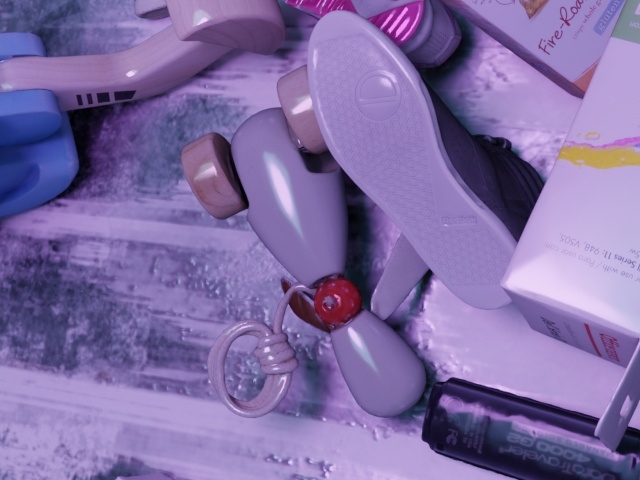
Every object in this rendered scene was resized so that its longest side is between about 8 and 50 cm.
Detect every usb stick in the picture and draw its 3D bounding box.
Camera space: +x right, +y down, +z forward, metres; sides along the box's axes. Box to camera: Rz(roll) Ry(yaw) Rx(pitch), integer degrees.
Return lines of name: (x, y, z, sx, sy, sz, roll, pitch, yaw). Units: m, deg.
usb stick: (0.227, 0.191, 0.997, 0.278, 0.045, 0.077, 14, 94, 23)

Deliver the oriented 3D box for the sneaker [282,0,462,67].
sneaker: (0.047, -0.236, 1.108, 0.103, 0.111, 0.252, -51, 46, 14)

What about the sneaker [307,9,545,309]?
sneaker: (0.102, -0.085, 1.014, 0.105, 0.147, 0.295, -34, 92, 31)

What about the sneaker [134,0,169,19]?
sneaker: (-0.139, -0.298, 1.210, 0.152, 0.058, 0.084, -9, 87, 27)

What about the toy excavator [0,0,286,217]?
toy excavator: (-0.304, -0.153, 1.178, 0.433, 0.445, 0.222, -44, 62, 59)

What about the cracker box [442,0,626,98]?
cracker box: (0.200, -0.246, 0.985, 0.155, 0.232, 0.067, -58, 24, 5)

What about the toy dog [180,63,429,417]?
toy dog: (0.000, 0.000, 1.084, 0.220, 0.161, 0.333, -6, 94, 18)

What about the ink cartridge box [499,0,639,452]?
ink cartridge box: (0.252, -0.016, 0.912, 0.119, 0.207, 0.353, 22, 83, 22)

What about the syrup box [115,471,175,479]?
syrup box: (-0.197, 0.360, 1.112, 0.096, 0.093, 0.236, 27, 93, 23)
